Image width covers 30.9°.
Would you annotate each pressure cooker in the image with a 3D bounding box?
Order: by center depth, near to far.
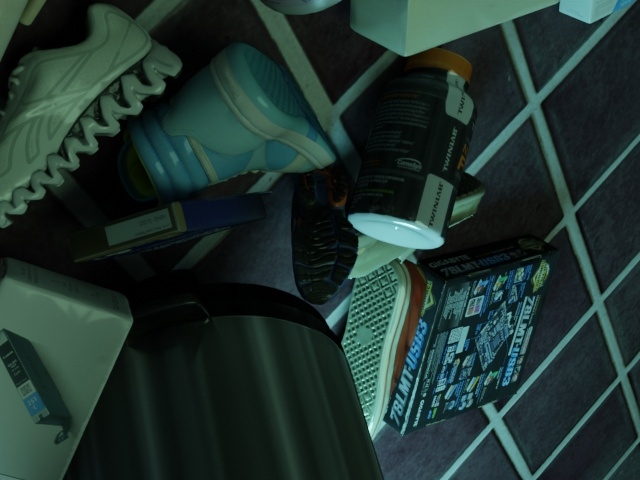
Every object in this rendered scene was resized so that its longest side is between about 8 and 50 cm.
[{"bbox_3d":[-0.118,0.254,1.339,0.375,0.420,0.370,15,132,-33],"label":"pressure cooker"}]

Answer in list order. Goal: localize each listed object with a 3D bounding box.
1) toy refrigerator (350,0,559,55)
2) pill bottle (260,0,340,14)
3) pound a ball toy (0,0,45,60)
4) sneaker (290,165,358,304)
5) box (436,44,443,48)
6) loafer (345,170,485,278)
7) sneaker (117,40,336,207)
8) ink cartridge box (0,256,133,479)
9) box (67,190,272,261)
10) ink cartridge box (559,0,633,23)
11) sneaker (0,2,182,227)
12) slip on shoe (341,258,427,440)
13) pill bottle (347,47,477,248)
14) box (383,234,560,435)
[{"bbox_3d":[0.171,-0.317,1.408,0.269,0.102,0.094,-24,132,-31],"label":"toy refrigerator"},{"bbox_3d":[-0.069,-0.361,1.109,0.169,0.169,0.301,-54,144,-1],"label":"pill bottle"},{"bbox_3d":[-0.287,-0.220,1.015,0.208,0.136,0.319,18,104,-51],"label":"pound a ball toy"},{"bbox_3d":[0.000,0.000,1.443,0.083,0.221,0.087,9,134,-6],"label":"sneaker"},{"bbox_3d":[0.158,-0.336,1.486,0.116,0.029,0.162,-43,139,-13],"label":"box"},{"bbox_3d":[0.111,-0.026,1.614,0.268,0.102,0.092,-21,133,-24],"label":"loafer"},{"bbox_3d":[-0.113,-0.109,1.314,0.208,0.127,0.319,-31,163,10],"label":"sneaker"},{"bbox_3d":[-0.366,0.155,1.165,0.261,0.066,0.296,21,103,-21],"label":"ink cartridge box"},{"bbox_3d":[-0.153,-0.017,1.266,0.225,0.136,0.036,-15,89,-64],"label":"box"},{"bbox_3d":[0.406,-0.417,1.659,0.104,0.061,0.181,-29,135,-30],"label":"ink cartridge box"},{"bbox_3d":[-0.274,-0.113,1.135,0.292,0.110,0.118,-46,103,-14],"label":"sneaker"},{"bbox_3d":[0.081,0.175,1.714,0.101,0.123,0.331,-4,115,-49],"label":"slip on shoe"},{"bbox_3d":[0.126,-0.123,1.492,0.130,0.130,0.245,32,70,-52],"label":"pill bottle"},{"bbox_3d":[0.245,0.152,1.900,0.293,0.073,0.295,-13,126,-41],"label":"box"}]
